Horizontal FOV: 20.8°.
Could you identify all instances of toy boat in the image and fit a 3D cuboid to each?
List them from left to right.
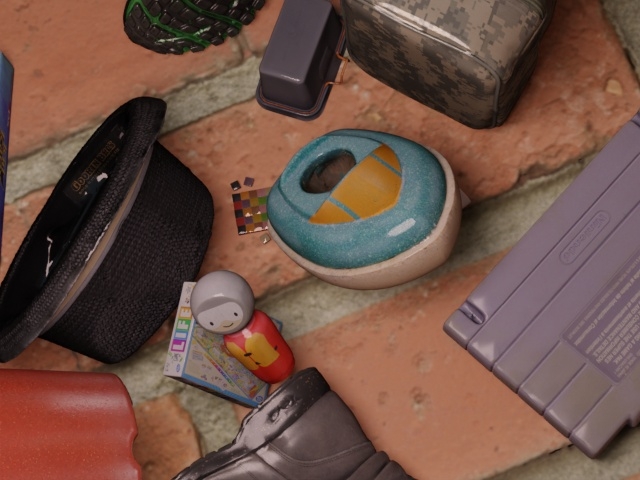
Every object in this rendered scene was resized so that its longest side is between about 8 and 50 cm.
[{"bbox_3d":[0.000,0.000,1.856,0.318,0.148,0.267,-49,36,-16],"label":"toy boat"}]

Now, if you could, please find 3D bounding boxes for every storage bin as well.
[{"bbox_3d":[-0.018,-0.216,2.000,0.098,0.091,0.135,18,78,10],"label":"storage bin"}]

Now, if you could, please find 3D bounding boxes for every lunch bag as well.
[{"bbox_3d":[0.165,-0.288,1.898,0.213,0.305,0.256,30,83,9],"label":"lunch bag"}]

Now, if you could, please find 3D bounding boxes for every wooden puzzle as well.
[{"bbox_3d":[-0.074,-0.035,2.001,0.049,0.006,0.083,-10,74,3],"label":"wooden puzzle"}]

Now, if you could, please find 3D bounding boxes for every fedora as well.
[{"bbox_3d":[-0.221,0.013,1.902,0.152,0.334,0.334,32,79,-18],"label":"fedora"}]

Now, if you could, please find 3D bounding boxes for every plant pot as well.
[{"bbox_3d":[-0.327,0.237,1.727,0.265,0.272,0.272,-2,74,-20],"label":"plant pot"}]

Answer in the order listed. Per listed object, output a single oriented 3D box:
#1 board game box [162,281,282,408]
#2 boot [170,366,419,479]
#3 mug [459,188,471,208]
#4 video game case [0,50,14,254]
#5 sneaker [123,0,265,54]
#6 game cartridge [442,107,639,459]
[{"bbox_3d":[-0.104,0.116,1.891,0.026,0.154,0.103,3,73,35],"label":"board game box"},{"bbox_3d":[-0.059,0.317,1.857,0.338,0.118,0.222,-41,84,1],"label":"boot"},{"bbox_3d":[0.124,-0.045,1.966,0.064,0.078,0.062,-45,108,2],"label":"mug"},{"bbox_3d":[-0.490,-0.086,2.026,0.244,0.061,0.269,0,75,4],"label":"video game case"},{"bbox_3d":[-0.108,-0.362,2.048,0.343,0.134,0.146,-48,40,-1],"label":"sneaker"},{"bbox_3d":[0.335,0.042,1.917,0.230,0.068,0.355,42,82,10],"label":"game cartridge"}]
